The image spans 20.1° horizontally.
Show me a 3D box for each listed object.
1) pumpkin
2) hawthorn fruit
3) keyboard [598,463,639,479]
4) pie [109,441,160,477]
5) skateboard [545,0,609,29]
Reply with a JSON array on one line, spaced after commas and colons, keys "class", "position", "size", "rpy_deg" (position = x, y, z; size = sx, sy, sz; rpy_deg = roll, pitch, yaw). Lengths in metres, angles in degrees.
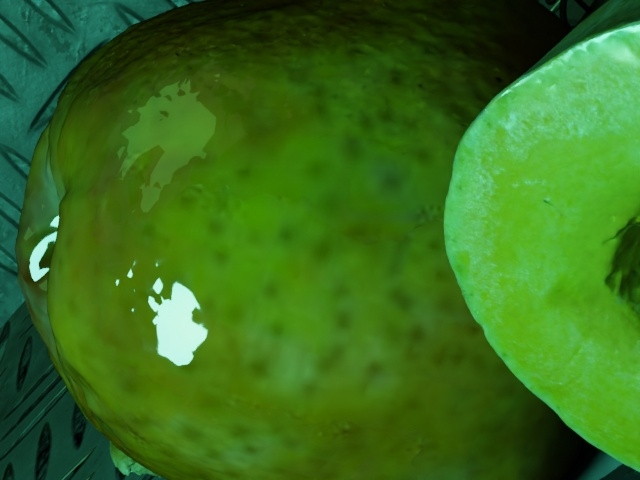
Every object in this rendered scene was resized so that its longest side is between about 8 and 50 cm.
[{"class": "pumpkin", "position": [0.260, -0.026, 1.035], "size": [0.332, 0.332, 0.199], "rpy_deg": [-30, 15, 50]}, {"class": "hawthorn fruit", "position": [0.000, 0.000, 1.348], "size": [0.472, 0.472, 0.472], "rpy_deg": [-45, 17, 18]}, {"class": "keyboard", "position": [0.192, 0.223, 1.147], "size": [0.072, 0.023, 0.231], "rpy_deg": [-36, 21, 20]}, {"class": "pie", "position": [-0.123, 0.134, 2.071], "size": [0.339, 0.083, 0.339], "rpy_deg": [-45, 19, 20]}, {"class": "skateboard", "position": [0.295, -0.269, 1.855], "size": [0.151, 0.080, 0.067], "rpy_deg": [-52, 22, 2]}]
